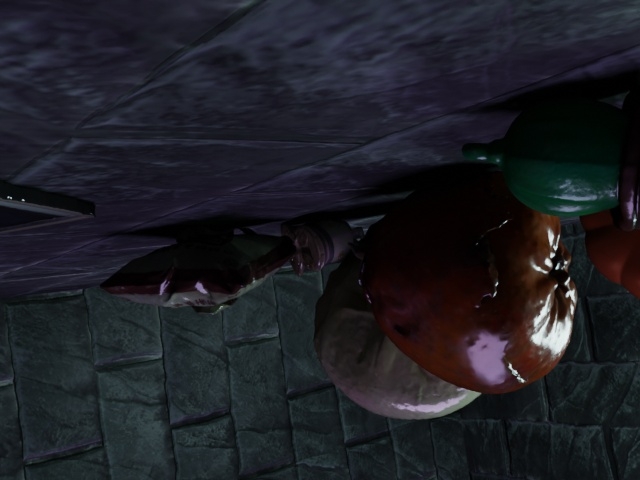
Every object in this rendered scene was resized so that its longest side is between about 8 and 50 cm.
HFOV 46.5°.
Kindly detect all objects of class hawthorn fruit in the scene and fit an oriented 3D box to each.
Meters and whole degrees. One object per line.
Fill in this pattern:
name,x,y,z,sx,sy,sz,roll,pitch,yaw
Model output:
hawthorn fruit,0.162,0.040,0.939,0.307,0.276,0.276,8,-173,40

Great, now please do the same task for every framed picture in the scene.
framed picture,-0.322,-0.021,0.607,0.192,0.018,0.265,-10,176,6

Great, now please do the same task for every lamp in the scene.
lamp,0.349,-0.026,0.729,0.187,0.188,0.163,-12,173,44

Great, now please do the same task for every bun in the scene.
bun,0.139,0.088,1.165,0.361,0.361,0.213,-11,144,35

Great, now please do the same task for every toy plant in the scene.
toy plant,0.208,-0.063,0.551,0.200,0.105,0.143,9,-165,15

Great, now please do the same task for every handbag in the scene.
handbag,-0.166,0.039,1.075,0.212,0.127,0.235,-8,-171,17

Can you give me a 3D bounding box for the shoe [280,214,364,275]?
shoe,0.000,0.000,1.185,0.092,0.089,0.180,-20,-178,-19
